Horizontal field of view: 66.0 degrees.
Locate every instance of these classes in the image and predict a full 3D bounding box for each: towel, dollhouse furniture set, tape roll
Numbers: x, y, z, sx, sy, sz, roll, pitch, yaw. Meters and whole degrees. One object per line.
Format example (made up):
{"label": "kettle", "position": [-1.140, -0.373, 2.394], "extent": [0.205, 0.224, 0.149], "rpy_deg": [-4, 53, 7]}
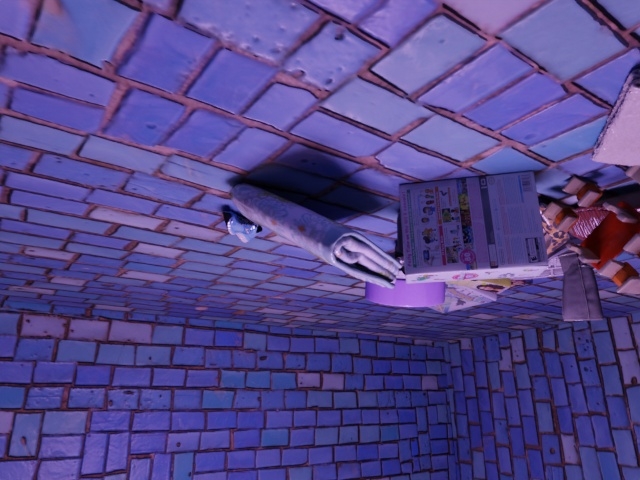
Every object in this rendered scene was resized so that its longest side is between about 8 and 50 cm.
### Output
{"label": "towel", "position": [0.000, 0.000, 1.185], "extent": [0.321, 0.090, 0.374], "rpy_deg": [24, 176, 34]}
{"label": "dollhouse furniture set", "position": [0.675, -0.049, 1.082], "extent": [0.135, 0.262, 0.259], "rpy_deg": [8, 128, -30]}
{"label": "towel", "position": [0.603, -0.204, 0.858], "extent": [0.187, 0.049, 0.282], "rpy_deg": [10, 165, 18]}
{"label": "tape roll", "position": [0.293, 0.160, 1.717], "extent": [0.275, 0.090, 0.275], "rpy_deg": [0, -176, 0]}

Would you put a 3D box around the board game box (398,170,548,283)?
{"label": "board game box", "position": [0.342, -0.025, 1.141], "extent": [0.304, 0.223, 0.097], "rpy_deg": [-4, 163, 10]}

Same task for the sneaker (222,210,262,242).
{"label": "sneaker", "position": [-0.206, -0.048, 1.321], "extent": [0.073, 0.063, 0.162], "rpy_deg": [-23, 161, 9]}

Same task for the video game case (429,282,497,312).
{"label": "video game case", "position": [0.491, 0.213, 2.017], "extent": [0.329, 0.036, 0.300], "rpy_deg": [22, 153, -25]}

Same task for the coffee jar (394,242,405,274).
{"label": "coffee jar", "position": [0.295, 0.057, 1.589], "extent": [0.096, 0.079, 0.184], "rpy_deg": [-6, 160, 17]}

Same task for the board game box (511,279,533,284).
{"label": "board game box", "position": [0.694, 0.165, 1.974], "extent": [0.165, 0.042, 0.243], "rpy_deg": [11, 158, -30]}

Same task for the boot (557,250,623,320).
{"label": "boot", "position": [0.773, 0.121, 1.395], "extent": [0.190, 0.208, 0.076], "rpy_deg": [-14, 156, 33]}

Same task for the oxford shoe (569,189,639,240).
{"label": "oxford shoe", "position": [0.774, -0.066, 1.206], "extent": [0.130, 0.123, 0.348], "rpy_deg": [-39, -162, -25]}

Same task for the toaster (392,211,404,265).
{"label": "toaster", "position": [0.287, -0.013, 1.286], "extent": [0.227, 0.146, 0.129], "rpy_deg": [3, 160, -11]}

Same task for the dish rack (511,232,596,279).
{"label": "dish rack", "position": [0.741, 0.046, 1.592], "extent": [0.286, 0.072, 0.333], "rpy_deg": [-9, 159, 24]}

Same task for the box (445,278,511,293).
{"label": "box", "position": [0.567, 0.136, 1.801], "extent": [0.232, 0.058, 0.087], "rpy_deg": [12, 155, -6]}

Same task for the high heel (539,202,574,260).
{"label": "high heel", "position": [0.568, 0.004, 1.334], "extent": [0.186, 0.093, 0.261], "rpy_deg": [-32, 137, 21]}
